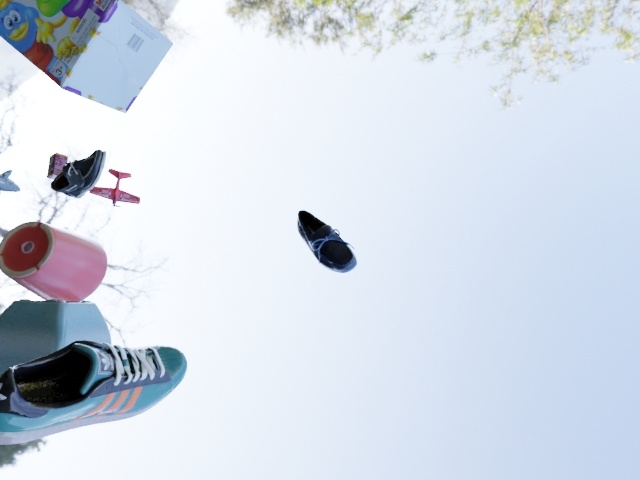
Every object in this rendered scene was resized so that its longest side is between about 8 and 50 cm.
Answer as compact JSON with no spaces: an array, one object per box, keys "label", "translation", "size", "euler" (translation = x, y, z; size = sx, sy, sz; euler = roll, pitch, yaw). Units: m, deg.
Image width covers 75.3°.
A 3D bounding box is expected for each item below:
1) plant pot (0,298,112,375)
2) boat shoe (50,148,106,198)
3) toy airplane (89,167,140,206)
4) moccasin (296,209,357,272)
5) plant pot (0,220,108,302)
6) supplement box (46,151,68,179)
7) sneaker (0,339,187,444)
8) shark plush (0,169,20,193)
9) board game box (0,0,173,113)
[{"label":"plant pot","translation":[-0.729,0.287,1.120],"size":[0.246,0.248,0.253],"euler":[1,-99,6]},{"label":"boat shoe","translation":[-0.650,-0.180,1.120],"size":[0.233,0.079,0.084],"euler":[-23,-120,35]},{"label":"toy airplane","translation":[-0.640,-0.166,1.301],"size":[0.151,0.151,0.028],"euler":[-22,-138,5]},{"label":"moccasin","translation":[0.000,0.000,1.554],"size":[0.137,0.117,0.342],"euler":[-37,-133,-18]},{"label":"plant pot","translation":[-0.930,0.067,1.430],"size":[0.274,0.243,0.275],"euler":[-2,-112,4]},{"label":"supplement box","translation":[-0.924,-0.259,1.458],"size":[0.054,0.043,0.083],"euler":[-11,-107,35]},{"label":"sneaker","translation":[-0.327,0.211,0.636],"size":[0.121,0.302,0.108],"euler":[-49,-117,29]},{"label":"shark plush","translation":[-0.951,-0.160,1.218],"size":[0.073,0.067,0.161],"euler":[-21,-163,-3]},{"label":"board game box","translation":[-0.392,-0.342,0.612],"size":[0.275,0.144,0.142],"euler":[40,-82,5]}]
